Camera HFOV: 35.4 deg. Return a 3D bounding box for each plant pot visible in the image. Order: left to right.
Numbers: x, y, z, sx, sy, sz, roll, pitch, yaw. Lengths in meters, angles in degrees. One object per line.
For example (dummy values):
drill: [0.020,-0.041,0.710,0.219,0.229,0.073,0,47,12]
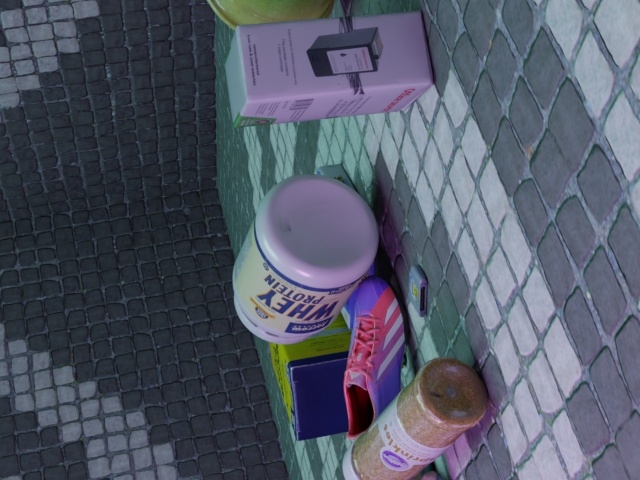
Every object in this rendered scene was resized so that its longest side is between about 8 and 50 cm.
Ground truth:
plant pot: [-0.057,-0.530,1.809,0.254,0.276,0.276,147,112,-65]

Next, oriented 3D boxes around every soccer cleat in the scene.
soccer cleat: [0.094,0.221,1.868,0.109,0.116,0.318,-7,82,42]

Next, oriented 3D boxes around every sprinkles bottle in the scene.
sprinkles bottle: [0.146,0.317,1.645,0.355,0.121,0.121,120,141,-53]

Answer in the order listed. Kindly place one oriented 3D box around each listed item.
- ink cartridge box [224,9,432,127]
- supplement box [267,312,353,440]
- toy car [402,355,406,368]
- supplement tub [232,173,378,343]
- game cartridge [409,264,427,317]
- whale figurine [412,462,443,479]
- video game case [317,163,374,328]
ink cartridge box: [0.006,-0.266,1.582,0.211,0.289,0.121,155,108,-78]
supplement box: [-0.002,0.256,2.254,0.356,0.195,0.194,-116,20,-62]
toy car: [0.138,0.292,2.000,0.225,0.053,0.239,115,144,-70]
supplement tub: [-0.041,0.047,1.953,0.325,0.235,0.235,118,141,-56]
game cartridge: [0.171,0.087,1.763,0.056,0.017,0.083,-110,15,-55]
whale figurine: [0.188,0.502,1.815,0.272,0.141,0.216,-77,8,-60]
video game case: [0.052,0.011,2.158,0.244,0.061,0.269,-118,21,-53]
